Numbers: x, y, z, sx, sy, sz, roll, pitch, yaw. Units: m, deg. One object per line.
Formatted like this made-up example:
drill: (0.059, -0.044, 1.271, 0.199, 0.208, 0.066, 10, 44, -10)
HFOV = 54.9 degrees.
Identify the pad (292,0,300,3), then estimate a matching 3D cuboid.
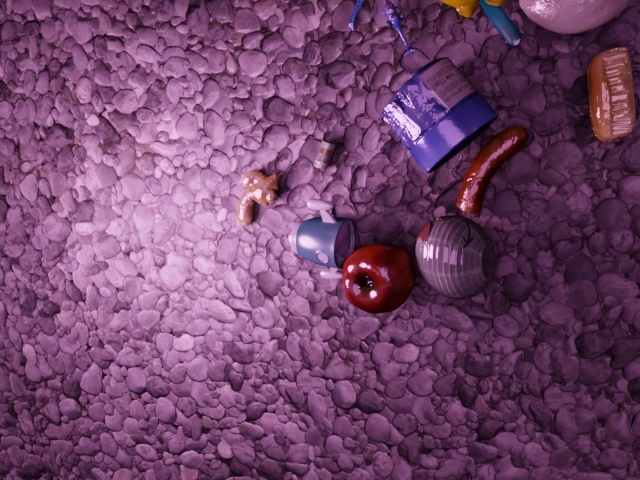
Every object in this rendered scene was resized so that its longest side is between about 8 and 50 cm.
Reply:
pad: (-0.124, -0.815, 1.878, 0.193, 0.004, 0.116, 29, 107, 8)

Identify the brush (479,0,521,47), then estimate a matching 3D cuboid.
brush: (0.500, -0.619, 1.722, 0.043, 0.032, 0.193, -35, 77, 24)

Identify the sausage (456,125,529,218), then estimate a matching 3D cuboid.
sausage: (0.484, -0.202, 1.778, 0.102, 0.076, 0.302, 28, 108, 2)

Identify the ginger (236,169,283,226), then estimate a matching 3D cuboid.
ginger: (-0.206, -0.136, 2.001, 0.132, 0.059, 0.214, 22, 104, 16)

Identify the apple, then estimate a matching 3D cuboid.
apple: (0.176, 0.111, 1.851, 0.233, 0.234, 0.234, 3, 101, 16)

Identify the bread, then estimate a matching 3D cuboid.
bread: (0.764, -0.382, 1.628, 0.106, 0.140, 0.237, -5, 96, 21)

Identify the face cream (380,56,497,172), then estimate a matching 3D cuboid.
face cream: (0.325, -0.347, 1.709, 0.249, 0.249, 0.225, -39, 83, 19)

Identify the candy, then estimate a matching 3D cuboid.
candy: (0.656, -0.666, 1.584, 0.295, 0.185, 0.296, 3, 95, 31)

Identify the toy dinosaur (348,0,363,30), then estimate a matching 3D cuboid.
toy dinosaur: (0.113, -0.790, 1.778, 0.144, 0.076, 0.329, -8, 108, 24)

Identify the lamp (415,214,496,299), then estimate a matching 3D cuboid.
lamp: (0.380, 0.046, 1.770, 0.233, 0.265, 0.233, -17, 55, 26)

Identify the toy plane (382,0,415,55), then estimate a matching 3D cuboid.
toy plane: (0.224, -0.620, 1.785, 0.054, 0.062, 0.167, -24, 103, 19)

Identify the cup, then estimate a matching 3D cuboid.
cup: (0.000, 0.000, 1.916, 0.173, 0.167, 0.300, 8, 128, 23)

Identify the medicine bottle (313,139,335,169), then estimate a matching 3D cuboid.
medicine bottle: (0.013, -0.267, 1.919, 0.047, 0.047, 0.083, 22, 105, 11)

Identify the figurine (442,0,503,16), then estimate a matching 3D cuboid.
figurine: (0.397, -0.781, 1.609, 0.323, 0.231, 0.340, 19, 103, -23)
